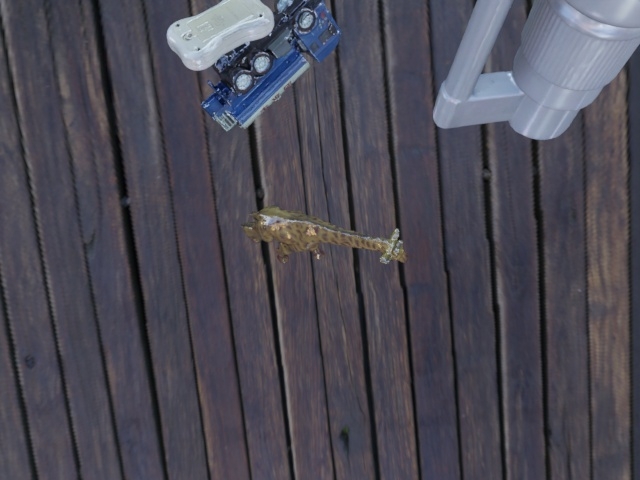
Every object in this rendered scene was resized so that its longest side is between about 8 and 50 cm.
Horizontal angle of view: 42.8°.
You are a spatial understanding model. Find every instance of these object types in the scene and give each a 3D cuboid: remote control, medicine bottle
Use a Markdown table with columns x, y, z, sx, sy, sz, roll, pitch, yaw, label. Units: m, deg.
| x | y | z | sx | sy | sz | roll | pitch | yaw | label |
| --- | --- | --- | --- | --- | --- | --- | --- | --- | --- |
| -0.117 | -0.248 | 0.960 | 0.122 | 0.032 | 0.074 | -32 | 61 | -13 | remote control |
| 0.106 | -0.113 | 0.314 | 0.092 | 0.221 | 0.061 | -10 | 64 | -11 | medicine bottle |

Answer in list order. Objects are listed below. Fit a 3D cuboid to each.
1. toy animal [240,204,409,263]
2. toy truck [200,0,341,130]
| x | y | z | sx | sy | sz | roll | pitch | yaw | label |
| --- | --- | --- | --- | --- | --- | --- | --- | --- | --- |
| -0.007 | -0.005 | 1.070 | 0.149 | 0.275 | 0.054 | 33 | 69 | -28 | toy animal |
| -0.065 | -0.225 | 1.045 | 0.201 | 0.074 | 0.088 | -44 | 132 | 1 | toy truck |
